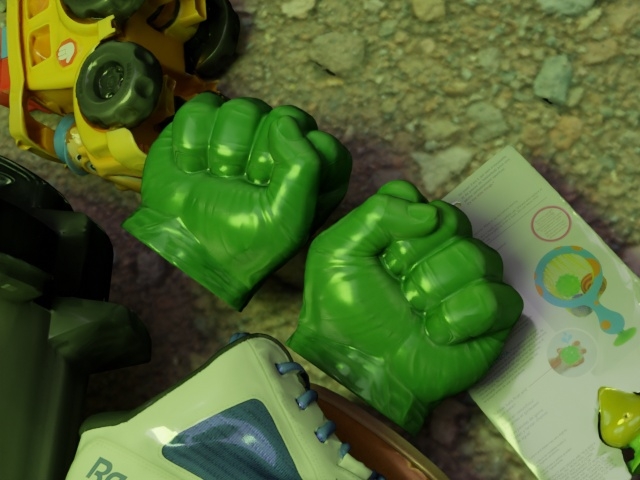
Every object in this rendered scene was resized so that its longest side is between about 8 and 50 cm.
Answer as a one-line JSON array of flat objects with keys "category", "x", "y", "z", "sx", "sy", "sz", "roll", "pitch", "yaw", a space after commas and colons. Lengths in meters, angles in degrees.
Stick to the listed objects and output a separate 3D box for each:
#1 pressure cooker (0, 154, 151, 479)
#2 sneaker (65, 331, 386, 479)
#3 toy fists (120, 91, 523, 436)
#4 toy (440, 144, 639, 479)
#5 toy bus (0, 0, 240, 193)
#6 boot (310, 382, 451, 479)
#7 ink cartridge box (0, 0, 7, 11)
[{"category": "pressure cooker", "x": -0.328, "y": 0.118, "z": 0.758, "sx": 0.376, "sy": 0.370, "sz": 0.420, "roll": -23, "pitch": 56, "yaw": 47}, {"category": "sneaker", "x": -0.006, "y": 0.144, "z": 0.671, "sx": 0.316, "sy": 0.127, "sz": 0.182, "roll": 8, "pitch": 57, "yaw": -2}, {"category": "toy fists", "x": 0.000, "y": 0.000, "z": 0.800, "sx": 0.279, "sy": 0.096, "sz": 0.142, "roll": 34, "pitch": 84, "yaw": 17}, {"category": "toy", "x": 0.153, "y": 0.062, "z": 0.820, "sx": 0.137, "sy": 0.056, "sz": 0.237, "roll": -38, "pitch": 58, "yaw": 0}, {"category": "toy bus", "x": -0.184, "y": -0.127, "z": 0.952, "sx": 0.212, "sy": 0.149, "sz": 0.220, "roll": -17, "pitch": 68, "yaw": 24}, {"category": "boot", "x": 0.030, "y": 0.250, "z": 0.755, "sx": 0.295, "sy": 0.104, "sz": 0.211, "roll": 41, "pitch": 79, "yaw": 19}, {"category": "ink cartridge box", "x": -0.337, "y": -0.354, "z": 1.057, "sx": 0.171, "sy": 0.168, "sz": 0.232, "roll": 16, "pitch": 75, "yaw": 22}]
